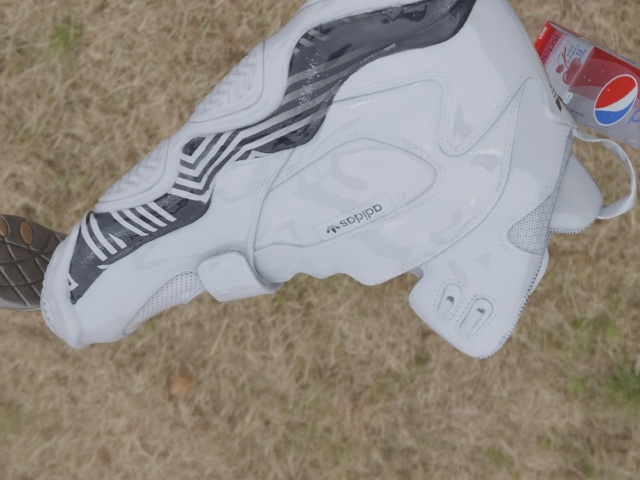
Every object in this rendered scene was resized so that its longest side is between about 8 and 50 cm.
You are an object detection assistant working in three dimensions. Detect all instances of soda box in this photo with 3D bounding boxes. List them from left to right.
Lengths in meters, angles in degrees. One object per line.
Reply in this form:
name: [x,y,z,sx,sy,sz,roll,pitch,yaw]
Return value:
soda box: [0.360,-0.178,1.160,0.263,0.083,0.092,13,114,-40]

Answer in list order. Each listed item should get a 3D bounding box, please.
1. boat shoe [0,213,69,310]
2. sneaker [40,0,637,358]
boat shoe: [-0.399,0.051,1.320,0.130,0.132,0.356,-24,157,39]
sneaker: [0.000,0.000,0.570,0.366,0.137,0.210,-40,95,22]
